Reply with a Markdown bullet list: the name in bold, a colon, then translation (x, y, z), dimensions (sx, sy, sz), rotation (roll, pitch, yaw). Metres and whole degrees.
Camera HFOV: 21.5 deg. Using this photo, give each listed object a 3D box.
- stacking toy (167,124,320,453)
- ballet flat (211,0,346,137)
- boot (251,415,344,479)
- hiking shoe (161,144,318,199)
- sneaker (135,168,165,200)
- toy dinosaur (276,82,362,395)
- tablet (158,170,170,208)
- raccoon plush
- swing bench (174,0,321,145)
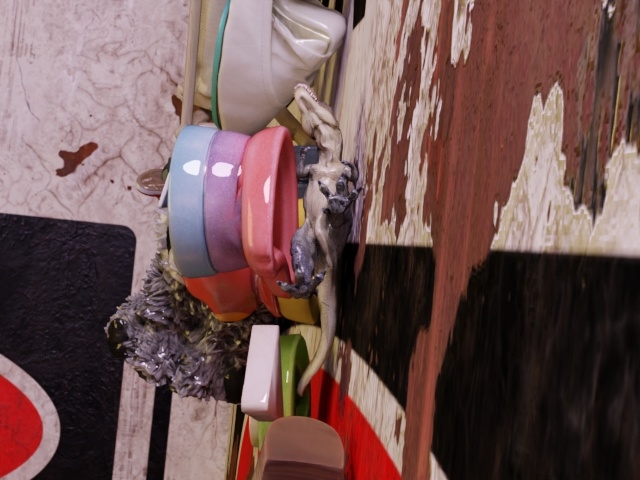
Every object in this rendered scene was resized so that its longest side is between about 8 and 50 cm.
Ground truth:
- **stacking toy**: translation (-0.084, 0.057, 1.483), dimensions (0.309, 0.130, 0.279), rotation (71, -159, -67)
- **ballet flat**: translation (-0.032, -0.250, 1.646), dimensions (0.139, 0.139, 0.400), rotation (-91, 5, -53)
- **boot**: translation (-0.041, 0.284, 1.202), dimensions (0.283, 0.109, 0.220), rotation (-89, 8, -64)
- **hiking shoe**: translation (-0.093, -0.031, 1.820), dimensions (0.304, 0.113, 0.132), rotation (178, 91, -65)
- **sneaker**: translation (-0.193, -0.057, 2.118), dimensions (0.042, 0.118, 0.067), rotation (50, 127, 25)
- **toy dinosaur**: translation (0.000, 0.000, 1.406), dimensions (0.118, 0.064, 0.268), rotation (49, -135, -88)
- **tablet**: translation (-0.125, -0.055, 1.501), dimensions (0.083, 0.006, 0.054), rotation (-17, -52, -80)
- **raccoon plush**: translation (-0.127, 0.008, 2.164), dimensions (0.446, 0.216, 0.299), rotation (-88, 17, -74)
- **swing bench**: translation (-0.069, -0.263, 1.896), dimensions (0.254, 0.165, 0.253), rotation (-94, 11, -66)
